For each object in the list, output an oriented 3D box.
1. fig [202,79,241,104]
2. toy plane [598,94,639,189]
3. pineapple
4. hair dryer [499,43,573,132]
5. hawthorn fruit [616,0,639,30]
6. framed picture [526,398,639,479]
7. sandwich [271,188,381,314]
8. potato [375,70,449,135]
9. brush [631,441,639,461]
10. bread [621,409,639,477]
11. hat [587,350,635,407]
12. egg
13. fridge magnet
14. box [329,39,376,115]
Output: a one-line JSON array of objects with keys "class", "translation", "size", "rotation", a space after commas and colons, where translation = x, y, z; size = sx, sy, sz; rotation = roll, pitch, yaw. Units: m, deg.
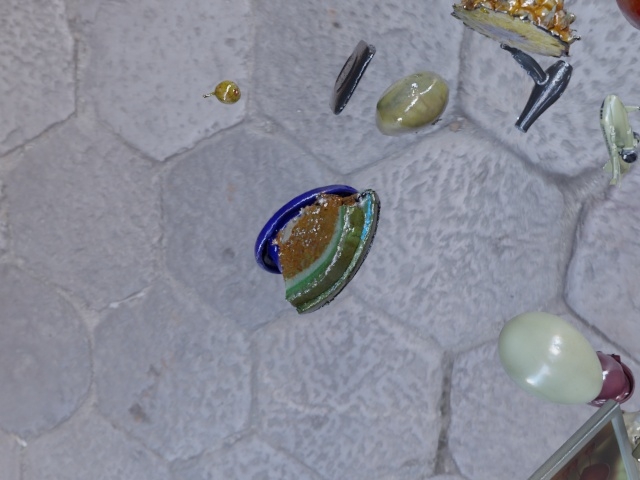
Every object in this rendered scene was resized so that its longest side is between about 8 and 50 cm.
[{"class": "fig", "translation": [-0.200, -0.297, 1.428], "size": [0.083, 0.050, 0.050], "rotation": [1, 100, 31]}, {"class": "toy plane", "translation": [0.765, -0.263, 1.813], "size": [0.104, 0.242, 0.256], "rotation": [8, 138, 24]}, {"class": "pineapple", "translation": [0.422, -0.530, 1.376], "size": [0.262, 0.262, 0.272], "rotation": [24, 97, 11]}, {"class": "hair dryer", "translation": [0.493, -0.393, 1.708], "size": [0.219, 0.075, 0.195], "rotation": [35, 92, -26]}, {"class": "hawthorn fruit", "translation": [0.812, -0.635, 1.648], "size": [0.265, 0.265, 0.307], "rotation": [-23, 104, 18]}, {"class": "framed picture", "translation": [0.365, 0.383, 0.979], "size": [0.211, 0.020, 0.290], "rotation": [-36, 121, -16]}, {"class": "sandwich", "translation": [0.008, 0.000, 1.196], "size": [0.235, 0.079, 0.159], "rotation": [-43, 66, 12]}, {"class": "potato", "translation": [0.222, -0.338, 1.772], "size": [0.191, 0.296, 0.141], "rotation": [-36, 103, 1]}, {"class": "brush", "translation": [0.418, 0.177, 0.790], "size": [0.043, 0.036, 0.248], "rotation": [32, 129, 22]}, {"class": "bread", "translation": [0.638, 0.433, 1.293], "size": [0.274, 0.274, 0.149], "rotation": [-9, 119, 17]}, {"class": "hat", "translation": [0.752, 0.362, 1.917], "size": [0.205, 0.205, 0.089], "rotation": [4, 125, 15]}, {"class": "egg", "translation": [0.529, 0.274, 1.631], "size": [0.253, 0.188, 0.189], "rotation": [39, 108, 22]}, {"class": "fridge magnet", "translation": [-0.014, -0.012, 1.484], "size": [0.265, 0.265, 0.113], "rotation": [-43, 61, 18]}, {"class": "box", "translation": [0.076, -0.424, 1.840], "size": [0.042, 0.212, 0.201], "rotation": [26, 110, -13]}]
